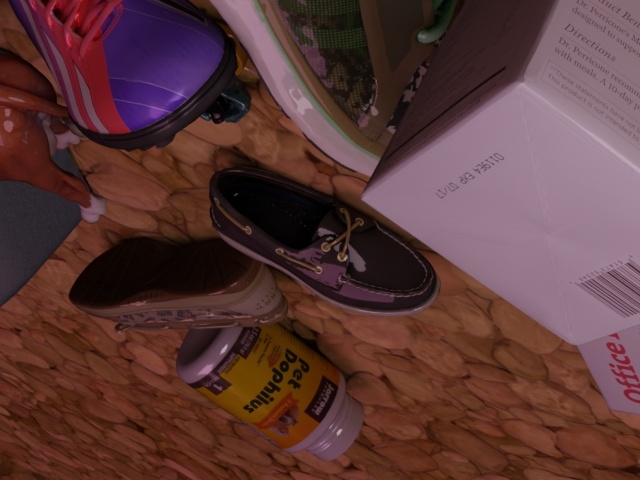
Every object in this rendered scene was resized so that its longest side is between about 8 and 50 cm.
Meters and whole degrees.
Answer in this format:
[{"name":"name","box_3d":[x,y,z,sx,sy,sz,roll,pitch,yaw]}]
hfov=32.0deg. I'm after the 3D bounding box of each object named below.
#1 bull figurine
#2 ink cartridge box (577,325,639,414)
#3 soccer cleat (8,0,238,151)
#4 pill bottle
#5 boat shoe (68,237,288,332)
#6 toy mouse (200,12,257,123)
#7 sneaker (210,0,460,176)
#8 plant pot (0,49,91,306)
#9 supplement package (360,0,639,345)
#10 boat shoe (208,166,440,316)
[{"name":"bull figurine","box_3d":[-0.303,-0.087,0.825,0.310,0.101,0.188,10,168,26]},{"name":"ink cartridge box","box_3d":[0.316,0.028,0.715,0.307,0.129,0.223,5,146,36]},{"name":"soccer cleat","box_3d":[-0.154,-0.157,0.724,0.116,0.108,0.318,54,176,-37]},{"name":"pill bottle","box_3d":[-0.053,0.165,1.292,0.215,0.117,0.117,38,151,-21]},{"name":"boat shoe","box_3d":[-0.164,0.061,1.225,0.285,0.105,0.089,0,139,41]},{"name":"toy mouse","box_3d":[-0.106,-0.141,0.905,0.161,0.031,0.143,30,152,-5]},{"name":"sneaker","box_3d":[0.030,-0.177,0.626,0.182,0.158,0.410,-22,133,34]},{"name":"plant pot","box_3d":[-0.424,-0.041,1.121,0.247,0.252,0.248,17,151,20]},{"name":"supplement package","box_3d":[0.147,-0.097,0.524,0.133,0.244,0.139,34,153,-12]},{"name":"boat shoe","box_3d":[0.000,0.000,1.000,0.227,0.081,0.069,22,156,16]}]
